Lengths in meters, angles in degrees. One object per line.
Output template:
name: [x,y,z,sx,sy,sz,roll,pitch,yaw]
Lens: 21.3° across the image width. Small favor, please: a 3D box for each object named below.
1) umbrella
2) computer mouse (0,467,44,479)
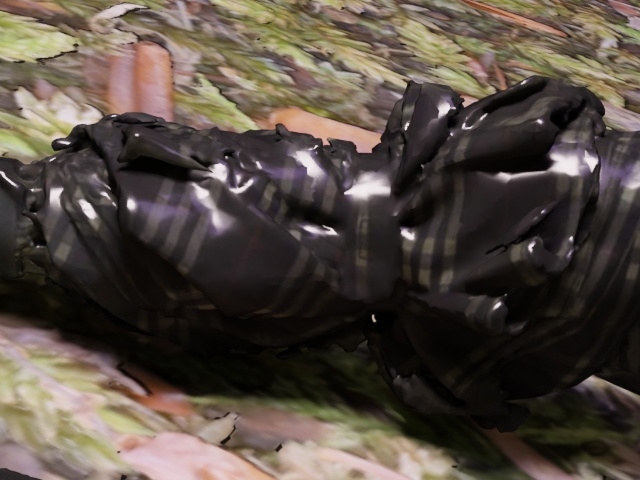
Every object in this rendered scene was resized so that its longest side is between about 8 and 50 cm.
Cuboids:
umbrella: [0.004,-0.008,0.681,0.336,0.154,0.128,12,37,-13]
computer mouse: [-0.098,0.096,0.491,0.135,0.047,0.079,15,7,23]
